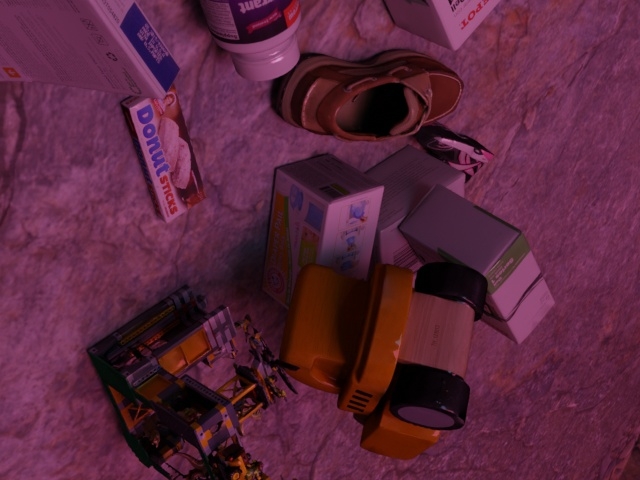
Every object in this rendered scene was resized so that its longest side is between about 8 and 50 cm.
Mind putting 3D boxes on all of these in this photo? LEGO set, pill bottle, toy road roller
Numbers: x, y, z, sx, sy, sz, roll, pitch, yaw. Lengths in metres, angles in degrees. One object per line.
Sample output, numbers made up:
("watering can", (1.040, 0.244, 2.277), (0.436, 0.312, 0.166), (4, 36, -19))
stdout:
("LEGO set", (-0.125, 0.202, 1.298), (0.192, 0.331, 0.254), (-35, 118, -27))
("pill bottle", (-0.081, -0.276, 1.130), (0.108, 0.108, 0.193), (-39, 140, -21))
("toy road roller", (0.067, 0.145, 1.355), (0.329, 0.241, 0.202), (108, -3, -66))

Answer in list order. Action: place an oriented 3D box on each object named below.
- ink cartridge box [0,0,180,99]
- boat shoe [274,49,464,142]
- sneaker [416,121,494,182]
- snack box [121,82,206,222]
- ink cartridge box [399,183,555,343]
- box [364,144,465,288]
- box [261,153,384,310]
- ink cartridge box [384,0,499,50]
("ink cartridge box", (-0.265, -0.218, 0.900), (0.045, 0.224, 0.223), (-66, 149, -24))
("boat shoe", (0.088, -0.181, 1.377), (0.324, 0.120, 0.122), (-12, 126, -42))
("sneaker", (0.203, -0.127, 1.590), (0.178, 0.072, 0.077), (17, 111, -48))
("snack box", (-0.184, -0.104, 1.216), (0.064, 0.022, 0.178), (-35, 139, -23))
("ink cartridge box", (0.229, 0.037, 1.463), (0.092, 0.160, 0.219), (-49, 142, -9))
("box", (0.118, -0.015, 1.535), (0.182, 0.119, 0.181), (-34, 138, -27))
("box", (0.000, 0.000, 1.420), (0.103, 0.114, 0.203), (-19, 130, -38))
("ink cartridge box", (0.155, -0.409, 1.283), (0.201, 0.117, 0.278), (-49, 143, -9))
